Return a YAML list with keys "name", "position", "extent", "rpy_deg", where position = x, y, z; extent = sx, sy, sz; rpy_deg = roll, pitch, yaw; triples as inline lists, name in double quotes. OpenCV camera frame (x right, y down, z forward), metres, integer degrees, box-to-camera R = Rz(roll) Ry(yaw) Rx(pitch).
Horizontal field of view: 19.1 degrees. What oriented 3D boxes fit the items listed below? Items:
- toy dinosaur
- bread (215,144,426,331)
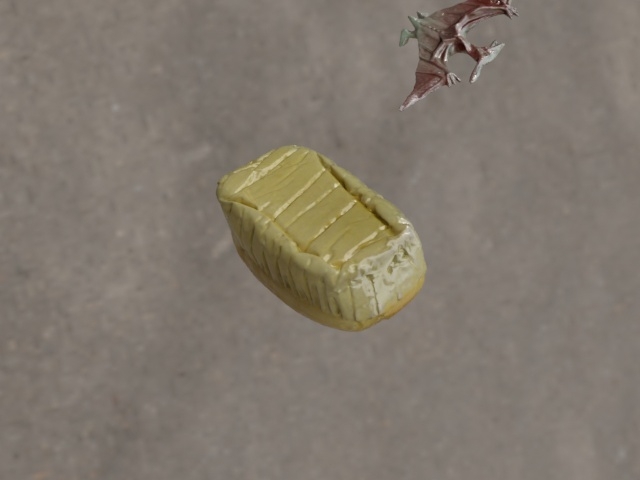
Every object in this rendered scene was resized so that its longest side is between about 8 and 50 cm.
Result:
- name: "toy dinosaur"
  position: [0.129, -0.193, 1.854]
  extent: [0.220, 0.108, 0.032]
  rpy_deg: [-50, 148, -29]
- name: "bread"
  position: [0.000, 0.000, 1.941]
  extent: [0.140, 0.236, 0.106]
  rpy_deg: [-35, 138, -19]
